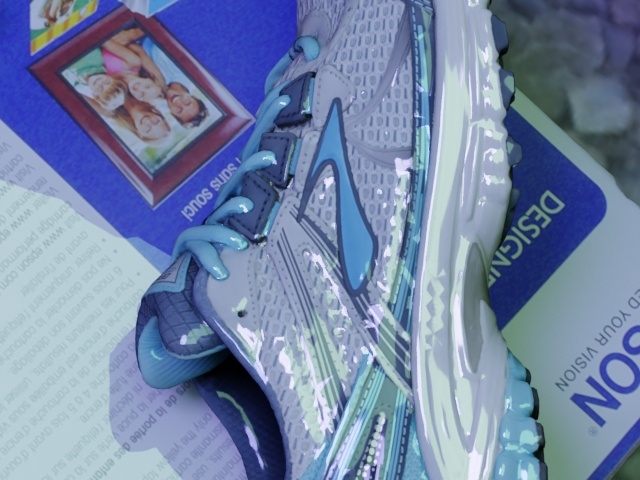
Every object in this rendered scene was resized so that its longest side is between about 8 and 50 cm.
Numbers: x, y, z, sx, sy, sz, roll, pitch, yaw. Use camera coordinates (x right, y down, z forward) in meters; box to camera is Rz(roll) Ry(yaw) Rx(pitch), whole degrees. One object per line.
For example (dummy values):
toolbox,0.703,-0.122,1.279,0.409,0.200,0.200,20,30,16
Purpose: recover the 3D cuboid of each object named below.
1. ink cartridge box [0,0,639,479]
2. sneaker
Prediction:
ink cartridge box,-0.052,0.029,0.707,0.307,0.072,0.303,44,69,3
sneaker,0.000,0.000,0.636,0.122,0.110,0.283,-2,72,-9
